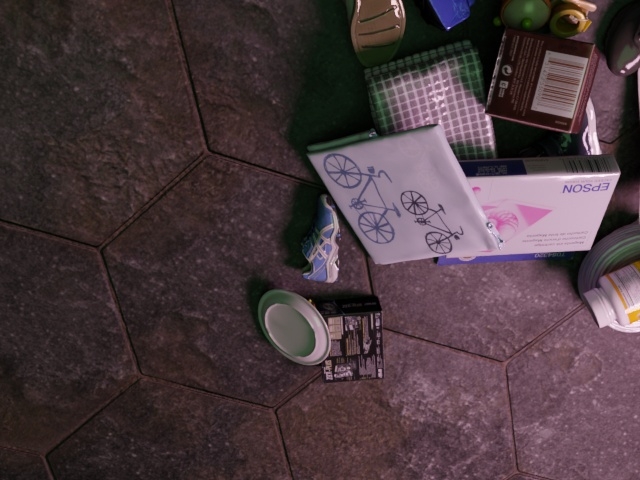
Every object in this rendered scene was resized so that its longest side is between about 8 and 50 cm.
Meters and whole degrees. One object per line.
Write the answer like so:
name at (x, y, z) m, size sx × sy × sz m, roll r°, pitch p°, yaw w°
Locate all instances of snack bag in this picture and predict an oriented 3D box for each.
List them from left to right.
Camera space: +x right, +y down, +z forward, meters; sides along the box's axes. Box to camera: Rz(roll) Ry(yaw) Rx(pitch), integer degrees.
snack bag at (0.170, -0.092, 1.673) m, size 0.343 × 0.037 × 0.323 m, roll -9°, pitch 124°, yaw 42°

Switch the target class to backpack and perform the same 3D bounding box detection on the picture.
backpack at (0.239, -0.463, 1.589) m, size 0.101 × 0.120 × 0.098 m, roll -30°, pitch 110°, yaw -2°

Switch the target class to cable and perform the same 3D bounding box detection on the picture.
cable at (0.723, 0.087, 1.874) m, size 0.257 × 0.089 × 0.257 m, roll -28°, pitch 112°, yaw 8°

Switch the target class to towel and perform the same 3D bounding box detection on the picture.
towel at (0.231, -0.239, 1.668) m, size 0.235 × 0.121 × 0.283 m, roll -17°, pitch 120°, yaw 4°

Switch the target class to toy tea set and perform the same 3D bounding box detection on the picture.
toy tea set at (0.469, -0.490, 1.518) m, size 0.200 × 0.124 × 0.336 m, roll 14°, pitch 143°, yaw -10°

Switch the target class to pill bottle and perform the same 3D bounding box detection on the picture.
pill bottle at (0.683, 0.108, 1.769) m, size 0.215 × 0.117 × 0.117 m, roll -25°, pitch 113°, yaw 9°

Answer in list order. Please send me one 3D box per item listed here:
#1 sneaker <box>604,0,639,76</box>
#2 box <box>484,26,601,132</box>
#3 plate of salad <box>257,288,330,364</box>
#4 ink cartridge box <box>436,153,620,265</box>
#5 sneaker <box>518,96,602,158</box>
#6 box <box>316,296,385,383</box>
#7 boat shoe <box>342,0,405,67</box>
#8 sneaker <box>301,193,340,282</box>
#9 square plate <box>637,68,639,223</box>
sneaker at (0.678, -0.447, 1.623) m, size 0.109 × 0.130 × 0.286 m, roll 29°, pitch 109°, yaw -17°
box at (0.431, -0.304, 1.585) m, size 0.167 × 0.203 × 0.168 m, roll 16°, pitch 102°, yaw 19°
plate of salad at (-0.056, 0.191, 1.850) m, size 0.200 × 0.048 × 0.199 m, roll 20°, pitch 128°, yaw 27°
ink cartridge box at (0.427, -0.039, 1.740) m, size 0.324 × 0.071 × 0.330 m, roll -3°, pitch 137°, yaw -3°
sneaker at (0.490, -0.231, 1.724) m, size 0.163 × 0.086 × 0.226 m, roll -20°, pitch 114°, yaw 1°
box at (0.070, 0.229, 1.893) m, size 0.147 × 0.077 × 0.180 m, roll -6°, pitch 113°, yaw -1°
boat shoe at (0.092, -0.481, 1.579) m, size 0.113 × 0.103 × 0.302 m, roll -14°, pitch 134°, yaw -4°
sneaker at (0.000, 0.000, 1.789) m, size 0.081 × 0.080 × 0.211 m, roll -1°, pitch 113°, yaw -5°
square plate at (0.838, -0.212, 1.748) m, size 0.344 × 0.049 × 0.347 m, roll -5°, pitch 100°, yaw -1°
